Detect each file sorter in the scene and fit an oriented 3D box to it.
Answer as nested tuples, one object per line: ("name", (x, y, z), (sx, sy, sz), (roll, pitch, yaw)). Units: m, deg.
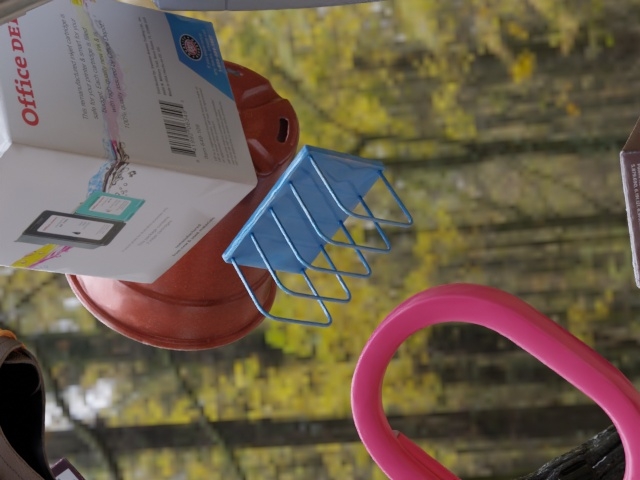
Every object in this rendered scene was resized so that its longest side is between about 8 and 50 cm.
("file sorter", (0.000, 0.000, 1.939), (0.118, 0.170, 0.104), (11, -142, -42))

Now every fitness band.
("fitness band", (0.167, 0.166, 1.617), (0.209, 0.291, 0.054), (-55, -3, 19))

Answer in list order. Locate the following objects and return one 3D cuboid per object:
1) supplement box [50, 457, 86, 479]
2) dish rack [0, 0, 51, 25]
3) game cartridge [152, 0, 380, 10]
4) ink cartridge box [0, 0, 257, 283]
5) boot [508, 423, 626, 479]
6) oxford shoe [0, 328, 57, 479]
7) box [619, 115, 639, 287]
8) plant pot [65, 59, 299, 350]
("supplement box", (-0.240, 0.336, 1.876), (0.081, 0.188, 0.104), (-36, -26, -25))
("dish rack", (-0.258, -0.343, 1.474), (0.285, 0.072, 0.333), (59, -149, -6))
("game cartridge", (-0.025, -0.268, 1.690), (0.196, 0.294, 0.060), (-123, 30, -59))
("ink cartridge box", (-0.240, -0.101, 1.686), (0.270, 0.197, 0.198), (9, -127, -39))
("boot", (0.281, 0.376, 1.832), (0.131, 0.260, 0.348), (22, 130, 67))
("oxford shoe", (-0.280, 0.100, 1.367), (0.364, 0.132, 0.130), (61, -173, 30))
("box", (0.457, -0.054, 2.013), (0.168, 0.203, 0.167), (-46, -51, -63))
("plant pot", (-0.153, -0.057, 2.124), (0.272, 0.272, 0.265), (-80, 8, -46))
